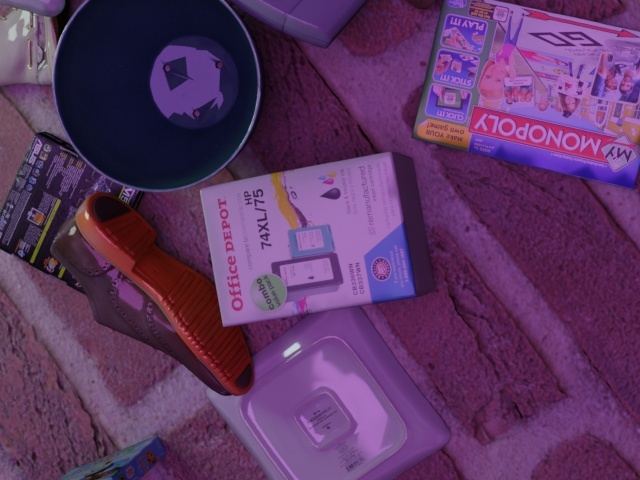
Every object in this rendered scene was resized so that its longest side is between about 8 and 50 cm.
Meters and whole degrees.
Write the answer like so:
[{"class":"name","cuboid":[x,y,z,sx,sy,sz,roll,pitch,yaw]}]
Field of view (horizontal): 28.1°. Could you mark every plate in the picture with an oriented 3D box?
[{"class":"plate","cuboid":[0.007,0.262,1.898,0.277,0.045,0.278,-36,90,12]}]

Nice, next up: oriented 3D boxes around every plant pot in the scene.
[{"class":"plant pot","cuboid":[-0.202,-0.220,1.795,0.290,0.195,0.290,1,98,11]}]

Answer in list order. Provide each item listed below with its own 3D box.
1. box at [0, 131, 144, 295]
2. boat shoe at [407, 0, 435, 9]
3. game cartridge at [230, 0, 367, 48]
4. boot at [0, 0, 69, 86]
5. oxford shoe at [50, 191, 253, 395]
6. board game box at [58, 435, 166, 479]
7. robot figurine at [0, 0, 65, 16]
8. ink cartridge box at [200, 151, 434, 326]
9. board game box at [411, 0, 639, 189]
[{"class":"box","cuboid":[-0.382,-0.040,1.932,0.184,0.045,0.191,26,101,3]},{"class":"boat shoe","cuboid":[0.106,-0.460,1.759,0.092,0.103,0.285,-32,98,-22]},{"class":"game cartridge","cuboid":[-0.064,-0.398,1.707,0.297,0.062,0.198,37,66,4]},{"class":"boot","cuboid":[-0.456,-0.329,1.893,0.165,0.077,0.213,-4,97,14]},{"class":"oxford shoe","cuboid":[-0.244,0.099,1.878,0.132,0.130,0.364,-39,93,28]},{"class":"board game box","cuboid":[-0.334,0.359,1.889,0.160,0.211,0.039,-23,92,12]},{"class":"robot figurine","cuboid":[-0.383,-0.458,1.750,0.353,0.200,0.300,10,88,5]},{"class":"ink cartridge box","cuboid":[0.000,0.000,1.778,0.270,0.197,0.198,-10,89,12]},{"class":"board game box","cuboid":[0.304,-0.210,1.779,0.317,0.046,0.214,14,99,9]}]
